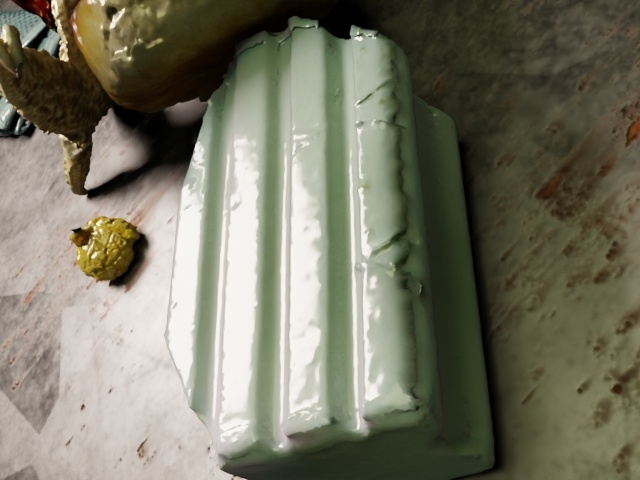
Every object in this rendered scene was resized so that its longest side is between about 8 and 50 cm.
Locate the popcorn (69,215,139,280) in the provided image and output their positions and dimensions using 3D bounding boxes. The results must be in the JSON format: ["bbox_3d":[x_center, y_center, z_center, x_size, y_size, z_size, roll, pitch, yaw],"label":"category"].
[{"bbox_3d":[-0.273,0.003,1.115,0.084,0.084,0.084,-19,55,30],"label":"popcorn"}]

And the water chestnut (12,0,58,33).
[{"bbox_3d":[-0.359,-0.443,1.316,0.289,0.289,0.244,0,46,39],"label":"water chestnut"}]

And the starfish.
[{"bbox_3d":[-0.302,-0.237,1.103,0.082,0.432,0.324,3,69,2],"label":"starfish"}]

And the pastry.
[{"bbox_3d":[-0.120,-0.258,0.998,0.329,0.329,0.136,-28,90,24],"label":"pastry"}]

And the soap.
[{"bbox_3d":[0.000,0.000,0.837,0.261,0.156,0.446,-22,54,29],"label":"soap"}]

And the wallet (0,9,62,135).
[{"bbox_3d":[-0.553,-0.293,1.521,0.342,0.075,0.237,11,70,43],"label":"wallet"}]
